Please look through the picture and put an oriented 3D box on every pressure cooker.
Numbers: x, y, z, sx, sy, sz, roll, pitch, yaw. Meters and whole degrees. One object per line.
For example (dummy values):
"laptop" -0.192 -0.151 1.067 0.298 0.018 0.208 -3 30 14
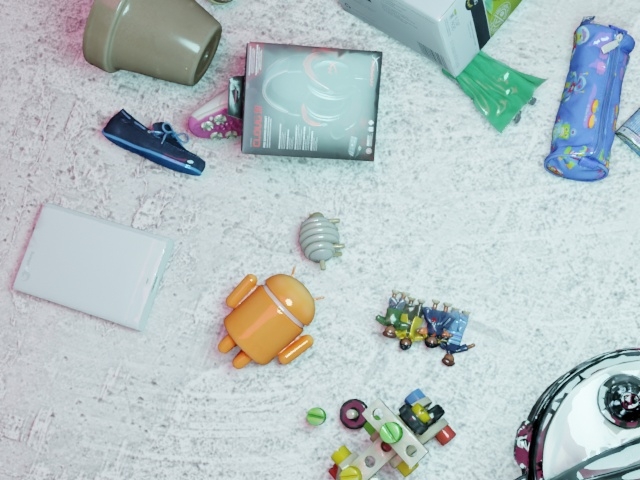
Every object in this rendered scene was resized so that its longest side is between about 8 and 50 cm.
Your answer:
"pressure cooker" 0.493 0.352 1.275 0.376 0.420 0.369 25 83 16

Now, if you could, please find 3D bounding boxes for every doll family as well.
"doll family" 0.201 0.170 1.561 0.193 0.076 0.111 12 75 11

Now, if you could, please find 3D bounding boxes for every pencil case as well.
"pencil case" 0.518 -0.267 1.563 0.119 0.133 0.306 16 81 -5

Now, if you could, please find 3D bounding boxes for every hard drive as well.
"hard drive" -0.487 0.053 1.753 0.308 0.040 0.203 16 81 14

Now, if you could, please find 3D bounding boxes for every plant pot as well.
"plant pot" -0.341 -0.448 1.750 0.229 0.263 0.263 26 84 -2

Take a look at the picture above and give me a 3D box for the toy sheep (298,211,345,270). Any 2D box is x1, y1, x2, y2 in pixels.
"toy sheep" 0.000 0.000 1.637 0.091 0.091 0.132 -16 56 8

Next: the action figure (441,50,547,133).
"action figure" 0.324 -0.328 1.653 0.137 0.063 0.232 -47 66 0

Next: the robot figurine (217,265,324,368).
"robot figurine" -0.099 0.156 1.601 0.219 0.128 0.158 -43 52 1

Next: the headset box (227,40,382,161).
"headset box" -0.036 -0.274 1.617 0.293 0.110 0.218 4 100 -5

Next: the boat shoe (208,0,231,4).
"boat shoe" -0.203 -0.678 1.746 0.123 0.123 0.342 25 117 50

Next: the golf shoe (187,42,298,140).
"golf shoe" -0.143 -0.314 1.736 0.306 0.115 0.140 -22 65 -2

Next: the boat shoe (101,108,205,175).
"boat shoe" -0.353 -0.220 1.753 0.258 0.109 0.089 25 80 14

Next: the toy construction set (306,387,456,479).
"toy construction set" 0.121 0.410 1.436 0.257 0.237 0.308 -19 74 7

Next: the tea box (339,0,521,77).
"tea box" 0.230 -0.566 1.623 0.329 0.220 0.323 40 88 26

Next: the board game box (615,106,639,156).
"board game box" 0.663 -0.175 1.533 0.194 0.060 0.194 44 91 6
